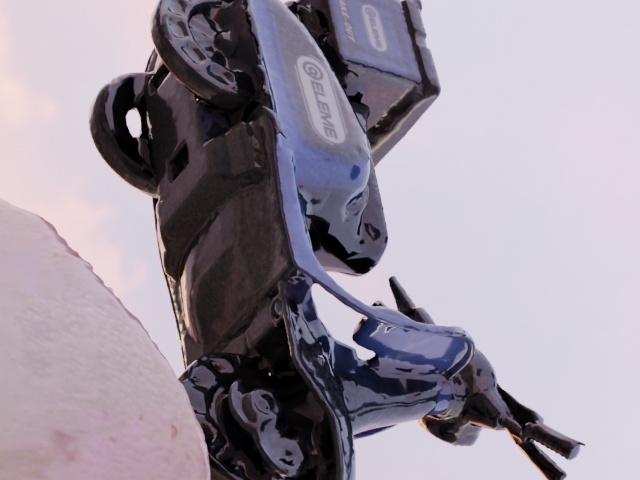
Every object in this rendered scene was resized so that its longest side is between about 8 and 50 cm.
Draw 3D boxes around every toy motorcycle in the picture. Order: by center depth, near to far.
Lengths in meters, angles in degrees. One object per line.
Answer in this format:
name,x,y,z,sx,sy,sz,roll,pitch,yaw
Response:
toy motorcycle,0.000,0.000,0.931,0.125,0.213,0.358,-47,-139,40

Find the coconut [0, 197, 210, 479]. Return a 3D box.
coconut,-0.196,0.121,0.669,0.297,0.309,0.297,0,-91,26
